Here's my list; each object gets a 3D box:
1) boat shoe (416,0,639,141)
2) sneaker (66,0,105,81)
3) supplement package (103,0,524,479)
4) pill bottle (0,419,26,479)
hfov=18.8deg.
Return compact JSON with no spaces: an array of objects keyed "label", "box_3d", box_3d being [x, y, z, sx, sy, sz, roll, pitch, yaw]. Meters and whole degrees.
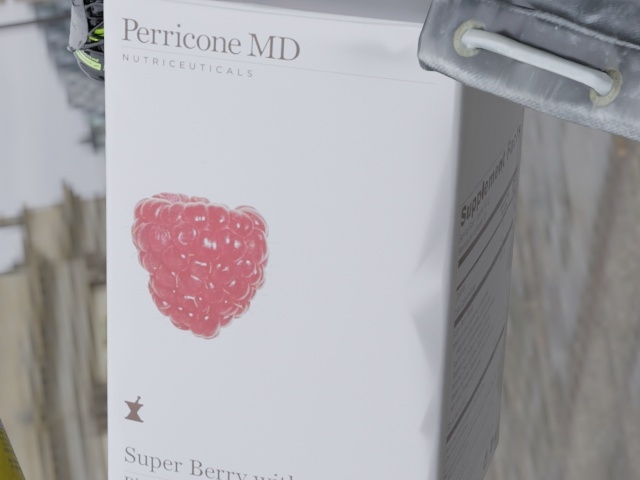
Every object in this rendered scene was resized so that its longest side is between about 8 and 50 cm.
[{"label":"boat shoe","box_3d":[0.173,-0.027,0.556,0.121,0.335,0.119,5,-68,-53]},{"label":"sneaker","box_3d":[-0.121,-0.136,1.183,0.188,0.067,0.078,48,-116,-76]},{"label":"supplement package","box_3d":[0.000,0.000,0.984,0.175,0.177,0.293,-51,-34,-63]},{"label":"pill bottle","box_3d":[-0.293,0.161,1.448,0.119,0.119,0.208,79,165,-73]}]
